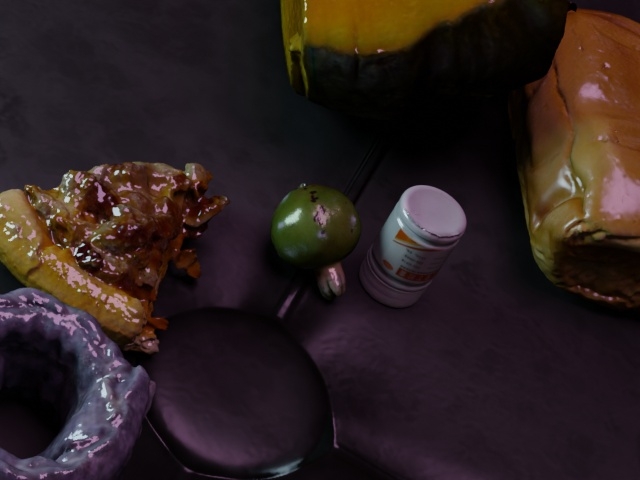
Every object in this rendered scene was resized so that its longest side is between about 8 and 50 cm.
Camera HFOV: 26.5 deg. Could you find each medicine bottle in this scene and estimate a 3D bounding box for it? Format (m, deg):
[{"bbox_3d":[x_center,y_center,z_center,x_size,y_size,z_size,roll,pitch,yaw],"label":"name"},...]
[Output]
[{"bbox_3d":[0.071,0.005,1.060,0.057,0.089,0.057,16,44,-16],"label":"medicine bottle"}]

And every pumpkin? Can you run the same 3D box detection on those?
[{"bbox_3d":[0.079,-0.242,1.175,0.225,0.256,0.303,-3,24,-3],"label":"pumpkin"}]

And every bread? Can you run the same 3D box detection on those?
[{"bbox_3d":[0.255,-0.079,1.212,0.166,0.132,0.294,21,41,-19],"label":"bread"}]

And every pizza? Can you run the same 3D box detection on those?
[{"bbox_3d":[-0.134,-0.013,0.979,0.154,0.069,0.194,37,44,9],"label":"pizza"}]

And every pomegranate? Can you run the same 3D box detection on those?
[{"bbox_3d":[0.001,-0.002,1.052,0.085,0.073,0.073,60,36,-24],"label":"pomegranate"}]

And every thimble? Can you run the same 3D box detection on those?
[{"bbox_3d":[-0.181,0.111,0.817,0.150,0.098,0.150,14,45,-15],"label":"thimble"}]
